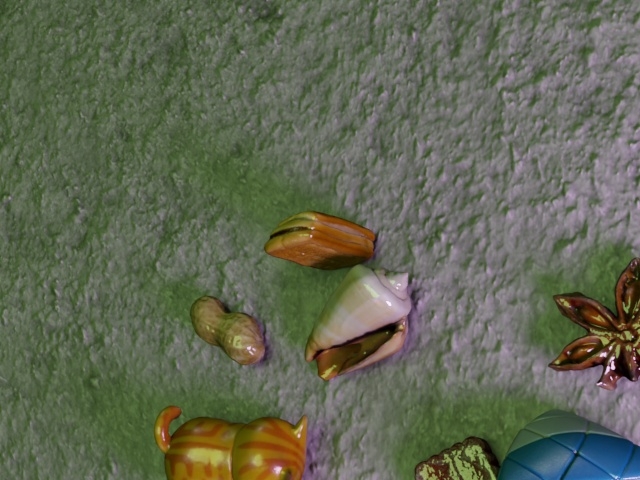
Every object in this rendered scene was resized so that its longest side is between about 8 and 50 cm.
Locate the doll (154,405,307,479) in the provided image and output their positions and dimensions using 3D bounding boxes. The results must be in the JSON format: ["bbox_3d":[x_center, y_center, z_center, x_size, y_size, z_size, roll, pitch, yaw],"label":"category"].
[{"bbox_3d":[-0.148,0.386,1.728,0.269,0.162,0.167,-2,60,17],"label":"doll"}]

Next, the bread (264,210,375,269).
[{"bbox_3d":[0.000,0.000,1.727,0.116,0.200,0.077,-11,72,38],"label":"bread"}]

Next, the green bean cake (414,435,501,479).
[{"bbox_3d":[0.233,0.398,1.574,0.135,0.056,0.135,-31,62,17],"label":"green bean cake"}]

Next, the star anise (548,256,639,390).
[{"bbox_3d":[0.464,0.132,1.506,0.220,0.099,0.214,10,68,35],"label":"star anise"}]

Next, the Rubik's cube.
[{"bbox_3d":[0.396,0.335,1.443,0.254,0.254,0.255,-8,73,26],"label":"Rubik's cube"}]

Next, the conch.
[{"bbox_3d":[0.074,0.134,1.715,0.158,0.127,0.255,50,127,0],"label":"conch"}]

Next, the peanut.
[{"bbox_3d":[-0.177,0.165,1.846,0.192,0.089,0.089,29,91,31],"label":"peanut"}]
